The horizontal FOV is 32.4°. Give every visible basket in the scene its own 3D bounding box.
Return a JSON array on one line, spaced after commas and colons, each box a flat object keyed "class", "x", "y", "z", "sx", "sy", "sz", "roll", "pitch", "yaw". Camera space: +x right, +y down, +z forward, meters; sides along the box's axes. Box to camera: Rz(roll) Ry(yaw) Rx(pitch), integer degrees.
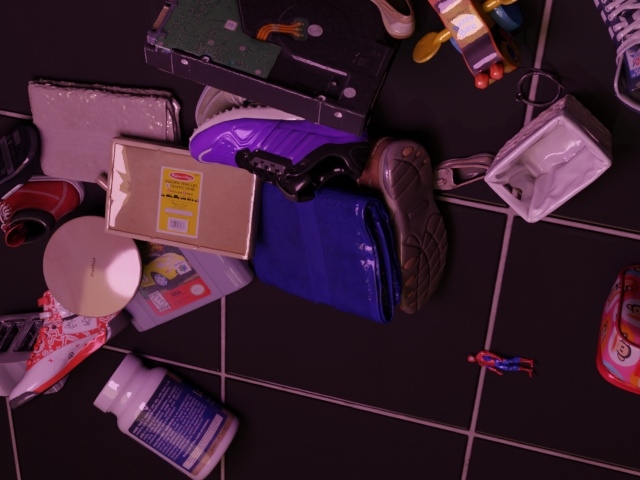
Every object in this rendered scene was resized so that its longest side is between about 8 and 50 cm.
[{"class": "basket", "x": 0.348, "y": -0.127, "z": 1.672, "sx": 0.113, "sy": 0.103, "sz": 0.167, "roll": 42, "pitch": 125, "yaw": -10}]

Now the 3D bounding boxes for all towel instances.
[{"class": "towel", "x": 0.000, "y": 0.000, "z": 1.836, "sx": 0.308, "sy": 0.076, "sz": 0.228, "roll": 15, "pitch": 125, "yaw": 42}, {"class": "towel", "x": -0.371, "y": -0.185, "z": 1.921, "sx": 0.282, "sy": 0.049, "sz": 0.187, "roll": 9, "pitch": 123, "yaw": 15}]

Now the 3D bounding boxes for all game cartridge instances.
[{"class": "game cartridge", "x": -0.288, "y": 0.046, "z": 2.042, "sx": 0.294, "sy": 0.060, "sz": 0.196, "roll": -25, "pitch": 107, "yaw": 31}]

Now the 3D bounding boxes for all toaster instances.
[{"class": "toaster", "x": -0.572, "y": 0.226, "z": 2.175, "sx": 0.168, "sy": 0.186, "sz": 0.110, "roll": -6, "pitch": 130, "yaw": 24}]

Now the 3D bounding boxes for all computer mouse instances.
[{"class": "computer mouse", "x": -0.596, "y": -0.134, "z": 1.993, "sx": 0.262, "sy": 0.184, "sz": 0.060, "roll": -40, "pitch": 145, "yaw": 17}]

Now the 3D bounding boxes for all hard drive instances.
[{"class": "hard drive", "x": -0.058, "y": -0.305, "z": 1.617, "sx": 0.339, "sy": 0.237, "sz": 0.064, "roll": 19, "pitch": 151, "yaw": 5}]

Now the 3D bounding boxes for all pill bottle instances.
[{"class": "pill bottle", "x": -0.306, "y": 0.345, "z": 2.182, "sx": 0.264, "sy": 0.153, "sz": 0.153, "roll": 35, "pitch": 126, "yaw": -6}]

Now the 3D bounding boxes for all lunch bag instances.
[{"class": "lunch bag", "x": 0.579, "y": 0.170, "z": 1.692, "sx": 0.293, "sy": 0.258, "sz": 0.120, "roll": 18, "pitch": 126, "yaw": 7}]

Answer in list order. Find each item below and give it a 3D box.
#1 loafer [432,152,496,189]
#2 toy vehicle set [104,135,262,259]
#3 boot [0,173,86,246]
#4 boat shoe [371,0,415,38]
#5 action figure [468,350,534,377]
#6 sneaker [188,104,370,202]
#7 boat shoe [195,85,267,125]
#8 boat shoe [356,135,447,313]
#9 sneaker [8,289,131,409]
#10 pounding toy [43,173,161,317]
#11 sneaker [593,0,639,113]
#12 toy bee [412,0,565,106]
[{"class": "loafer", "x": 0.223, "y": -0.107, "z": 1.768, "sx": 0.125, "sy": 0.039, "sz": 0.045, "roll": -17, "pitch": 115, "yaw": 28}, {"class": "toy vehicle set", "x": -0.231, "y": -0.072, "z": 1.851, "sx": 0.267, "sy": 0.035, "sz": 0.166, "roll": 11, "pitch": 102, "yaw": 14}, {"class": "boot", "x": -0.569, "y": -0.047, "z": 2.001, "sx": 0.244, "sy": 0.176, "sz": 0.088, "roll": -5, "pitch": 122, "yaw": 23}, {"class": "boat shoe", "x": 0.096, "y": -0.362, "z": 1.591, "sx": 0.056, "sy": 0.153, "sz": 0.048, "roll": -15, "pitch": 153, "yaw": -13}, {"class": "action figure", "x": 0.319, "y": 0.218, "z": 1.959, "sx": 0.115, "sy": 0.030, "sz": 0.038, "roll": 9, "pitch": 130, "yaw": 16}, {"class": "sneaker", "x": -0.065, "y": -0.129, "z": 1.724, "sx": 0.293, "sy": 0.146, "sz": 0.102, "roll": -6, "pitch": 160, "yaw": 8}, {"class": "boat shoe", "x": -0.099, "y": -0.249, "z": 1.753, "sx": 0.302, "sy": 0.094, "sz": 0.109, "roll": -34, "pitch": 107, "yaw": 33}, {"class": "boat shoe", "x": 0.127, "y": -0.030, "z": 1.819, "sx": 0.116, "sy": 0.123, "sz": 0.324, "roll": 21, "pitch": 130, "yaw": 42}, {"class": "sneaker", "x": -0.500, "y": 0.181, "z": 2.048, "sx": 0.145, "sy": 0.270, "sz": 0.090, "roll": 51, "pitch": 165, "yaw": -2}, {"class": "pounding toy", "x": -0.379, "y": 0.020, "z": 1.980, "sx": 0.183, "sy": 0.110, "sz": 0.237, "roll": 36, "pitch": 99, "yaw": 3}, {"class": "sneaker", "x": 0.421, "y": -0.300, "z": 1.501, "sx": 0.099, "sy": 0.153, "sz": 0.282, "roll": -20, "pitch": 114, "yaw": 28}, {"class": "toy bee", "x": 0.238, "y": -0.296, "z": 1.564, "sx": 0.298, "sy": 0.162, "sz": 0.195, "roll": 32, "pitch": 125, "yaw": -3}]
